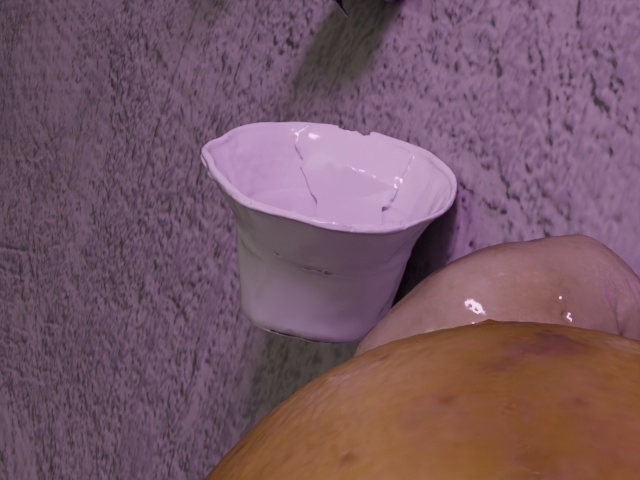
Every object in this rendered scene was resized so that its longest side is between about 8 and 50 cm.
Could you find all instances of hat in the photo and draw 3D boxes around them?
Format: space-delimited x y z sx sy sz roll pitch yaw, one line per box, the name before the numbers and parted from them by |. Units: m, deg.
hat | 0.000 0.000 1.139 0.203 0.203 0.126 -132 45 -57

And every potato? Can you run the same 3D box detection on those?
potato | 0.076 0.235 0.697 0.319 0.385 0.442 -97 30 -64

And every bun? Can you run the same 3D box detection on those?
bun | 0.114 0.088 0.885 0.128 0.193 0.178 53 149 29

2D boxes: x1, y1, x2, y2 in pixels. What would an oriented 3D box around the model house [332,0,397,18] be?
model house | 0.039 -0.244 1.241 0.167 0.117 0.088 -43 74 14
